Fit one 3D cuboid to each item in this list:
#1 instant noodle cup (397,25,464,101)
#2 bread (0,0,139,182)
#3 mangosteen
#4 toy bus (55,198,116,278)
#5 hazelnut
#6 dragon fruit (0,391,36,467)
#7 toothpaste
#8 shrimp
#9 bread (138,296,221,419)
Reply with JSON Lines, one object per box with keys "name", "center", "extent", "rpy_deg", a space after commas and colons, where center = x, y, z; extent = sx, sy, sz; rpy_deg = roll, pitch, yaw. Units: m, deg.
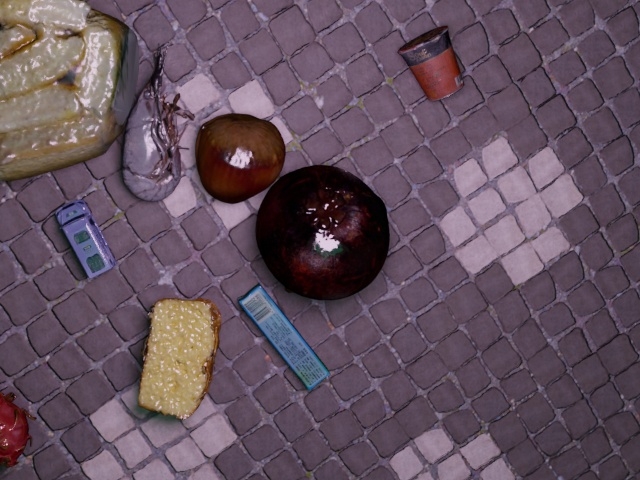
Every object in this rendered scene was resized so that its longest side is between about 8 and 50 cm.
{"name": "instant noodle cup", "center": [0.254, -0.388, 1.819], "extent": [0.127, 0.127, 0.136], "rpy_deg": [-30, 108, -3]}
{"name": "bread", "center": [-0.512, -0.298, 1.657], "extent": [0.263, 0.239, 0.396], "rpy_deg": [6, 99, -9]}
{"name": "mangosteen", "center": [0.009, -0.010, 1.759], "extent": [0.297, 0.293, 0.297], "rpy_deg": [-7, 63, 15]}
{"name": "toy bus", "center": [-0.509, -0.004, 1.775], "extent": [0.073, 0.076, 0.167], "rpy_deg": [-27, 100, -4]}
{"name": "hazelnut", "center": [-0.177, -0.166, 1.757], "extent": [0.208, 0.208, 0.208], "rpy_deg": [-1, 97, -8]}
{"name": "dragon fruit", "center": [-0.698, 0.408, 1.780], "extent": [0.136, 0.133, 0.166], "rpy_deg": [-21, 104, -48]}
{"name": "toothpaste", "center": [-0.084, 0.220, 1.875], "extent": [0.065, 0.050, 0.267], "rpy_deg": [-38, 100, -3]}
{"name": "shrimp", "center": [-0.343, -0.250, 1.749], "extent": [0.145, 0.116, 0.343], "rpy_deg": [6, 103, -9]}
{"name": "bread", "center": [-0.303, 0.250, 1.806], "extent": [0.160, 0.147, 0.261], "rpy_deg": [5, 92, 0]}
